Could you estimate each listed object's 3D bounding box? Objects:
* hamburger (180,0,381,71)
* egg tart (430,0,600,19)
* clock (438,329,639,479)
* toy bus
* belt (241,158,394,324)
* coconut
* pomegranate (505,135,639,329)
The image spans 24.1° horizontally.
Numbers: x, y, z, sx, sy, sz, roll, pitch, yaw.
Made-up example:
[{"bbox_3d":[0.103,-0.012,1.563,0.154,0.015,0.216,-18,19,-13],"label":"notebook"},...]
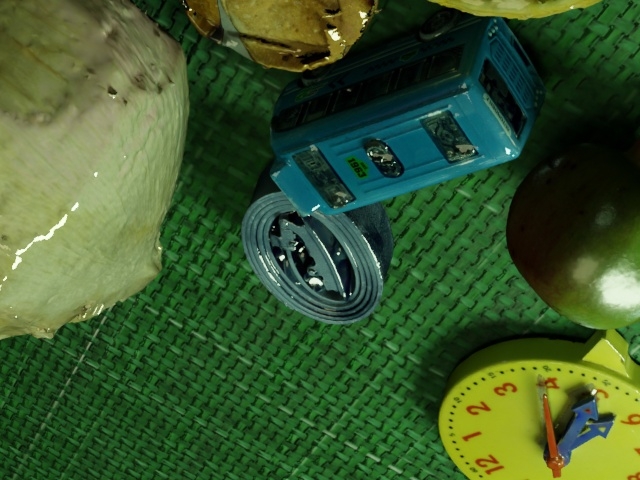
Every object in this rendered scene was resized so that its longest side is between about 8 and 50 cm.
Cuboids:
[{"bbox_3d":[-0.040,-0.247,1.286,0.231,0.107,0.231,18,141,15],"label":"hamburger"},{"bbox_3d":[0.149,-0.306,1.145,0.294,0.123,0.294,11,139,9],"label":"egg tart"},{"bbox_3d":[0.269,0.222,1.662,0.277,0.071,0.293,40,136,-18],"label":"clock"},{"bbox_3d":[0.070,-0.111,1.365,0.246,0.134,0.113,-16,125,34],"label":"toy bus"},{"bbox_3d":[0.000,0.000,1.547,0.141,0.082,0.190,-9,128,27],"label":"belt"},{"bbox_3d":[-0.293,-0.083,1.371,0.404,0.405,0.405,12,137,12],"label":"coconut"},{"bbox_3d":[0.271,-0.023,1.357,0.180,0.180,0.210,36,108,-13],"label":"pomegranate"}]
